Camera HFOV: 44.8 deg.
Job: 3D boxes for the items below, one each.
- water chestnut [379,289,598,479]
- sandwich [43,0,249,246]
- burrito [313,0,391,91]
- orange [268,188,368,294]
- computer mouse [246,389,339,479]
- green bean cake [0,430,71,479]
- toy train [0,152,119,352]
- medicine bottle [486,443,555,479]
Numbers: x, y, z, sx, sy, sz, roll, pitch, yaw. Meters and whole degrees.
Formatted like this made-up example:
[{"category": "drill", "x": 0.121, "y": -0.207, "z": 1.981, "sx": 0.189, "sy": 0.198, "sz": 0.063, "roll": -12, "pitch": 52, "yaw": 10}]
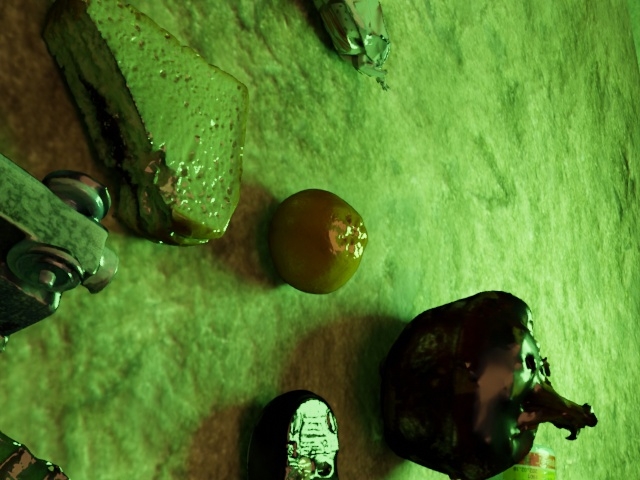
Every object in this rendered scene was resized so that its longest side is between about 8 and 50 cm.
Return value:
[{"category": "water chestnut", "x": 0.279, "y": 0.242, "z": 1.281, "sx": 0.335, "sy": 0.346, "sz": 0.336, "roll": 2, "pitch": 88, "yaw": -57}, {"category": "sandwich", "x": -0.215, "y": -0.142, "z": 0.951, "sx": 0.288, "sy": 0.099, "sz": 0.254, "roll": 31, "pitch": 60, "yaw": -43}, {"category": "burrito", "x": 0.024, "y": -0.447, "z": 1.288, "sx": 0.139, "sy": 0.101, "sz": 0.446, "roll": -45, "pitch": 117, "yaw": -49}, {"category": "orange", "x": 0.000, "y": 0.000, "z": 1.148, "sx": 0.159, "sy": 0.136, "sz": 0.159, "roll": 17, "pitch": 67, "yaw": -46}, {"category": "computer mouse", "x": -0.038, "y": 0.326, "z": 1.074, "sx": 0.137, "sy": 0.096, "sz": 0.234, "roll": 22, "pitch": 62, "yaw": -51}, {"category": "green bean cake", "x": -0.325, "y": 0.210, "z": 0.656, "sx": 0.223, "sy": 0.227, "sz": 0.125, "roll": 54, "pitch": 45, "yaw": -28}, {"category": "toy train", "x": -0.340, "y": -0.027, "z": 0.710, "sx": 0.299, "sy": 0.201, "sz": 0.131, "roll": 43, "pitch": 36, "yaw": -35}, {"category": "medicine bottle", "x": 0.378, "y": 0.507, "z": 1.491, "sx": 0.139, "sy": 0.139, "sz": 0.226, "roll": 25, "pitch": 65, "yaw": -44}]
